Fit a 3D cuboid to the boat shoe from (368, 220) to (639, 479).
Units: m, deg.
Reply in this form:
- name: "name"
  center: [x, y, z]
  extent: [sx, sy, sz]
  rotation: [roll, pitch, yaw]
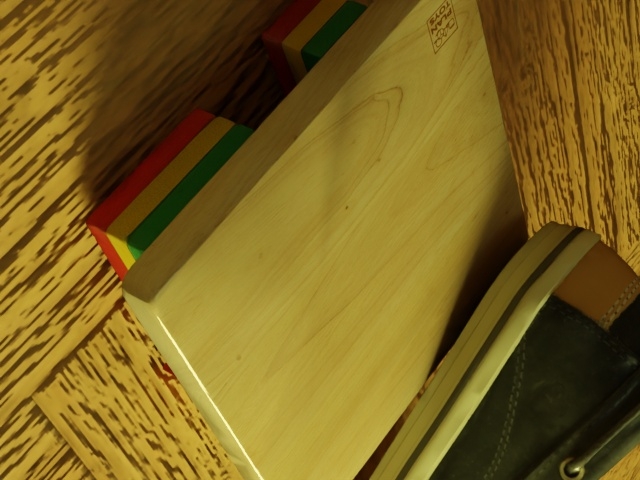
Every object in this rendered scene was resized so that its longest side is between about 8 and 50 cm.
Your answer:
- name: "boat shoe"
  center: [0.099, 0.226, 0.864]
  extent: [0.500, 0.156, 0.187]
  rotation: [-62, 165, 20]

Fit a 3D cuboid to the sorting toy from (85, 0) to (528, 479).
- name: "sorting toy"
  center: [0.000, 0.000, 0.716]
  extent: [0.257, 0.089, 0.255]
  rotation: [-50, 143, -22]
